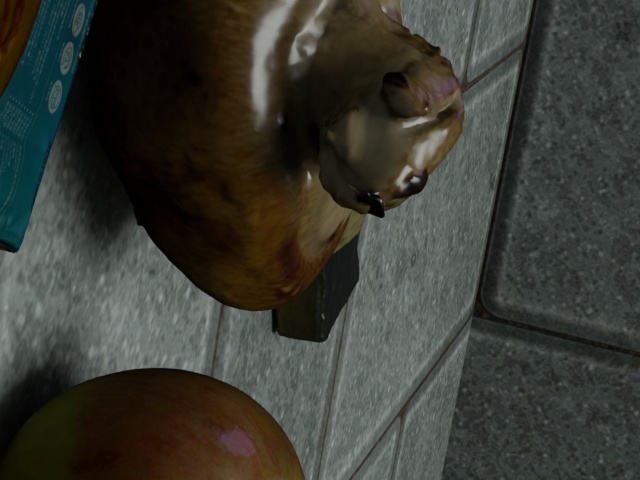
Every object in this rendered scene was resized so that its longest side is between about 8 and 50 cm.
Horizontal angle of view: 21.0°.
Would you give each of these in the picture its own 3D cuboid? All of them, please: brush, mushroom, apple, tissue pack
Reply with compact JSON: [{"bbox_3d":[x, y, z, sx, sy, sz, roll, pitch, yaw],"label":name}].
[{"bbox_3d":[0.000,0.000,1.758,0.123,0.059,0.197,-64,162,-46],"label":"brush"},{"bbox_3d":[-0.011,-0.103,1.194,0.345,0.260,0.345,14,90,-76],"label":"mushroom"},{"bbox_3d":[-0.122,0.206,1.190,0.261,0.194,0.260,12,90,-75],"label":"apple"},{"bbox_3d":[-0.183,-0.092,0.892,0.120,0.082,0.169,50,55,-74],"label":"tissue pack"}]

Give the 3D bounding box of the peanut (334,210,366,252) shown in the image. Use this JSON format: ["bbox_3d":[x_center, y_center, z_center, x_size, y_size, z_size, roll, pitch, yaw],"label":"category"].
[{"bbox_3d":[-0.025,-0.040,1.503,0.136,0.120,0.298,-53,169,6],"label":"peanut"}]

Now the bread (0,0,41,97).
[{"bbox_3d":[-0.192,-0.136,0.673,0.270,0.148,0.269,17,90,-78],"label":"bread"}]
